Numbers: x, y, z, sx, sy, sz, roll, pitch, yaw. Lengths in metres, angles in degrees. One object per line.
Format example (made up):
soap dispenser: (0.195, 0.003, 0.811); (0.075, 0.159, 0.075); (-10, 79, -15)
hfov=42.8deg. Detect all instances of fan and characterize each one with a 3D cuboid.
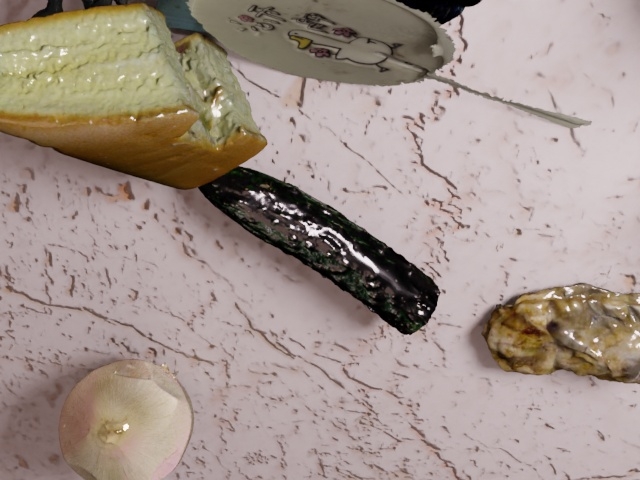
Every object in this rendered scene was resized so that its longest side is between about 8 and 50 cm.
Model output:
fan: (0.078, -0.163, 0.752); (0.414, 0.233, 0.012); (14, 83, -24)

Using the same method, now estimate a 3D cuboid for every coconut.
coconut: (-0.238, 0.227, 1.020); (0.170, 0.171, 0.183); (11, 167, -2)

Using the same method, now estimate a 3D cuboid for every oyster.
oyster: (0.362, 0.108, 0.948); (0.345, 0.078, 0.129); (-3, 116, 12)

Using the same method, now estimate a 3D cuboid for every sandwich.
sandwich: (-0.171, -0.130, 0.734); (0.128, 0.122, 0.235); (-26, 163, 25)

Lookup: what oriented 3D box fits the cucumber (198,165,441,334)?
cucumber: (0.000, 0.000, 0.904); (0.303, 0.072, 0.081); (35, 122, -17)

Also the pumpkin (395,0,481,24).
pumpkin: (0.073, -0.266, 0.671); (0.194, 0.150, 0.194); (-9, 157, -4)

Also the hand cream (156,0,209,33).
hand cream: (-0.091, -0.315, 0.697); (0.111, 0.070, 0.312); (7, 129, -1)

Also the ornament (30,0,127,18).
ornament: (-0.234, -0.292, 0.715); (0.202, 0.080, 0.236); (18, 131, 6)
